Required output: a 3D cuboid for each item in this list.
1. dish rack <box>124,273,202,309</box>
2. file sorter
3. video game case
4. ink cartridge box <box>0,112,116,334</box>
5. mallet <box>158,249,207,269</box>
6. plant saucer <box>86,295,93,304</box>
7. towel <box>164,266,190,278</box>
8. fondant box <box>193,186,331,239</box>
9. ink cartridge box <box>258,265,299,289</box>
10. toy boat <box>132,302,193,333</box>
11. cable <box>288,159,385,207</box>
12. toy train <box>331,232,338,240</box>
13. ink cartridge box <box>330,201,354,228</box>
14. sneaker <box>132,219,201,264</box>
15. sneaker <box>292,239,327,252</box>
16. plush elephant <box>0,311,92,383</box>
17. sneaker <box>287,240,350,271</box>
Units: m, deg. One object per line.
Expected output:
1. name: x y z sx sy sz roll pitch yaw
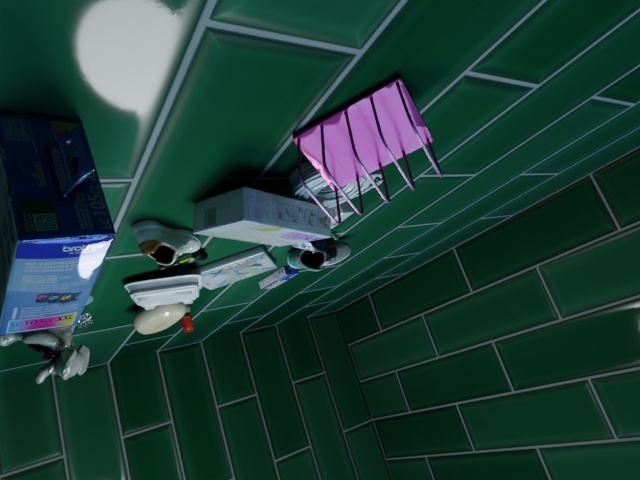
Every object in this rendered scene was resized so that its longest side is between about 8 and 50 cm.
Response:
1. dish rack: -0.620 0.216 1.906 0.285 0.073 0.333 -8 167 -16
2. file sorter: 0.111 -0.194 1.110 0.290 0.182 0.202 -25 134 21
3. video game case: -0.369 0.124 2.020 0.328 0.036 0.300 -19 164 0
4. ink cartridge box: -0.505 -0.037 0.856 0.151 0.270 0.395 -6 150 -41
5. mallet: -0.506 0.073 1.709 0.189 0.039 0.062 -16 165 5
6. plant saucer: -0.914 0.210 1.672 0.194 0.038 0.195 -18 163 -5
7. towel: -0.564 0.137 1.858 0.067 0.029 0.119 -3 158 -45
8. fondant box: -0.163 -0.058 1.368 0.238 0.096 0.330 -10 167 43
9. ink cartridge box: -0.211 0.188 2.384 0.207 0.046 0.097 -32 161 37
10. toy boat: -0.718 0.342 2.207 0.267 0.148 0.318 -29 154 16
11. cable: 0.033 -0.178 1.381 0.257 0.089 0.257 -29 160 34
12. toy train: 0.063 -0.016 2.060 0.017 0.024 0.083 -22 164 11
13. ink cartridge box: 0.042 -0.109 1.596 0.056 0.099 0.135 -7 161 -38
14. sneaker: -0.462 0.028 1.452 0.105 0.123 0.290 -25 164 15
15. sneaker: -0.059 -0.003 1.852 0.211 0.080 0.081 26 151 -37
16. plush elephant: -1.090 0.468 1.951 0.329 0.256 0.272 -16 164 -10
17. sneaker: 0.014 0.059 2.046 0.295 0.124 0.178 -13 -177 -16
